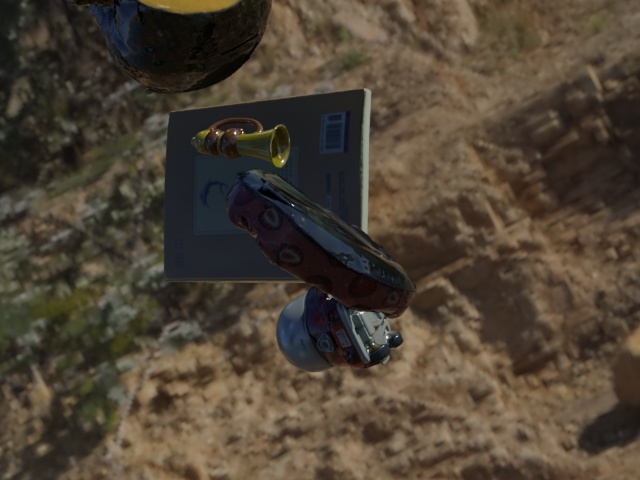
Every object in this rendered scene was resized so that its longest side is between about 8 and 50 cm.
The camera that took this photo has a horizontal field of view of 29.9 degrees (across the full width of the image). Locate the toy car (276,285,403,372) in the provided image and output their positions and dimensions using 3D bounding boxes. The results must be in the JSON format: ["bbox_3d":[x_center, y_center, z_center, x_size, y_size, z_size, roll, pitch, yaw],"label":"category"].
[{"bbox_3d":[0.009,0.087,1.196,0.112,0.112,0.139,-23,8,14],"label":"toy car"}]

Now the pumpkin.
[{"bbox_3d":[-0.201,-0.311,1.372,0.222,0.317,0.139,-22,-27,-20],"label":"pumpkin"}]

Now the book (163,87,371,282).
[{"bbox_3d":[-0.085,-0.071,1.720,0.389,0.269,0.032,0,-3,40],"label":"book"}]

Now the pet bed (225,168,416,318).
[{"bbox_3d":[0.000,0.000,1.055,0.053,0.201,0.201,-56,-5,10],"label":"pet bed"}]

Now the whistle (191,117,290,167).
[{"bbox_3d":[-0.086,-0.113,1.286,0.109,0.057,0.046,11,-17,27],"label":"whistle"}]
